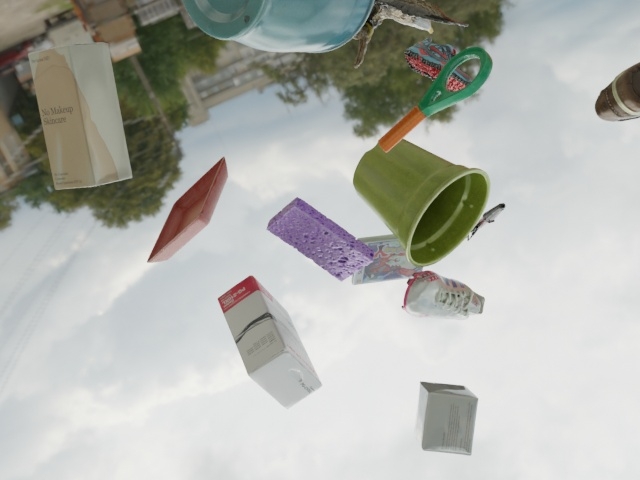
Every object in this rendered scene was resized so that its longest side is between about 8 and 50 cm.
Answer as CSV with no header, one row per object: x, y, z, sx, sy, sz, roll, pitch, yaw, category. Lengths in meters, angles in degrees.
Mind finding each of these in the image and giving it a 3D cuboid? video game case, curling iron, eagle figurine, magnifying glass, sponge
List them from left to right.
0.000,0.000,1.666,0.117,0.210,0.031,-35,-153,46,sponge
0.190,0.049,2.170,0.201,0.183,0.023,-7,-130,-10,video game case
0.206,-0.545,1.822,0.225,0.226,0.298,-10,177,-41,eagle figurine
0.188,-0.230,1.326,0.231,0.026,0.092,-39,-141,19,magnifying glass
0.451,-0.053,2.180,0.068,0.035,0.274,-46,178,-17,curling iron

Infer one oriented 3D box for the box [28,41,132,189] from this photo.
-0.541,-0.280,1.809,0.148,0.311,0.121,-3,-168,33,box

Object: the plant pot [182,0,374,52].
-0.085,-0.436,1.318,0.271,0.272,0.255,-8,-169,37,plant pot

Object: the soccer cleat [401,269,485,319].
0.318,0.142,1.993,0.143,0.116,0.331,15,-175,28,soccer cleat

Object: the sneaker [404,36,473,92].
0.381,-0.547,2.437,0.125,0.104,0.262,-41,-121,-12,sneaker

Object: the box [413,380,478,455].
0.214,0.305,1.379,0.087,0.101,0.102,7,-178,-4,box

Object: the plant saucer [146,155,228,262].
-0.348,-0.073,2.163,0.258,0.047,0.259,-37,-155,36,plant saucer

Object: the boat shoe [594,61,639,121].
0.514,-0.239,1.206,0.257,0.095,0.095,-17,169,-26,boat shoe

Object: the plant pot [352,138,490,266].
0.224,-0.118,1.943,0.276,0.276,0.254,-33,-126,-25,plant pot

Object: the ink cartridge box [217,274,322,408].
-0.109,0.217,1.712,0.100,0.172,0.237,-35,-136,4,ink cartridge box
